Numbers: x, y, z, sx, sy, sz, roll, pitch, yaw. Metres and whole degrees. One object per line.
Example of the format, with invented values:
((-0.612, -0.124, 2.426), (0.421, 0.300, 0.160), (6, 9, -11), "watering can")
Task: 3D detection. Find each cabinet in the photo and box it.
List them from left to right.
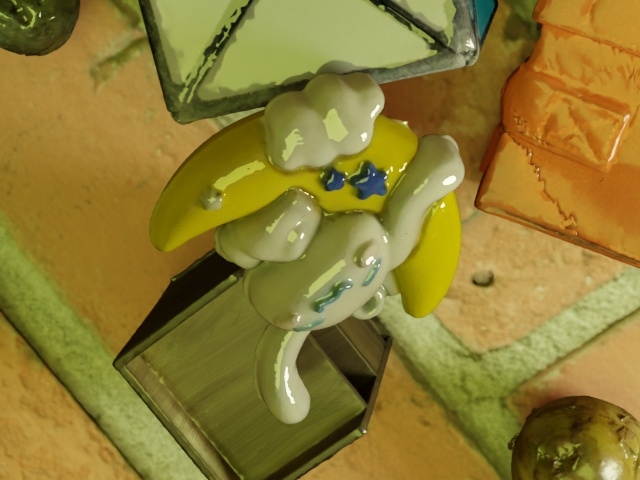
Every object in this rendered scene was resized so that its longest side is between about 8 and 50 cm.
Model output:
((-0.049, 0.095, 1.513), (0.148, 0.215, 0.175), (-36, 99, 17), "cabinet")

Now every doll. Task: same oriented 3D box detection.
((0.000, 0.000, 1.309), (0.252, 0.111, 0.237), (-39, 124, 7), "doll")

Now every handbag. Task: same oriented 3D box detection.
((0.321, -0.168, 1.422), (0.303, 0.116, 0.410), (21, 110, 5), "handbag")

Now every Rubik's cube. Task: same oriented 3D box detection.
((-0.007, -0.257, 1.365), (0.254, 0.259, 0.260), (-12, 107, 11), "Rubik's cube")

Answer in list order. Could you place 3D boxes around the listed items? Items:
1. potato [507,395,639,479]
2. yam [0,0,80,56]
((0.239, 0.215, 1.557), (0.137, 0.137, 0.176), (0, 130, 9), "potato")
((-0.360, -0.261, 1.487), (0.330, 0.133, 0.133), (30, 110, -4), "yam")
